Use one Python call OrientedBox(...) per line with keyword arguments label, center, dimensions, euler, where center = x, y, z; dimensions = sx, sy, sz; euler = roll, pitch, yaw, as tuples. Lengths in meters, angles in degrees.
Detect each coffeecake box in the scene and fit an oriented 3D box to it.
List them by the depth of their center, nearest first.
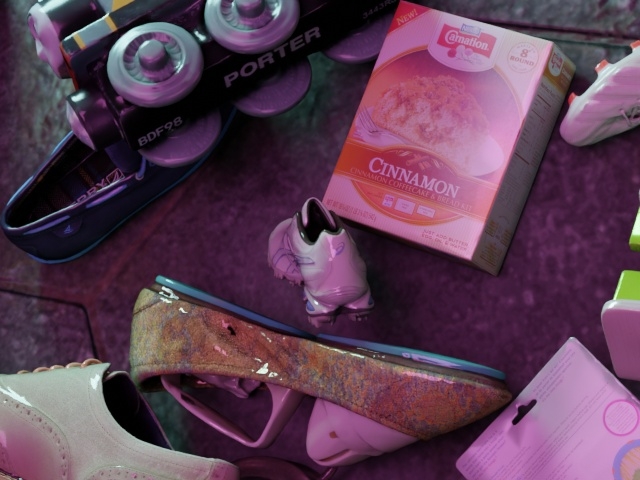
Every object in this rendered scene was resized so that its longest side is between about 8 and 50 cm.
OrientedBox(label="coffeecake box", center=(0.103, -0.083, 1.498), dimensions=(0.142, 0.068, 0.185), euler=(19, 85, 27))

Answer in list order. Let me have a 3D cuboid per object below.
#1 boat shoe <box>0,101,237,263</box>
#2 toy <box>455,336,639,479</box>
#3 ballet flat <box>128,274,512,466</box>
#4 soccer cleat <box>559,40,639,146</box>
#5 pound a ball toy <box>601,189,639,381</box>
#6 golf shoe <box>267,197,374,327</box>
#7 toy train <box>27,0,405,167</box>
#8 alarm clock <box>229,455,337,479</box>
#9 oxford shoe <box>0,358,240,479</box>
OrientedBox(label="boat shoe", center=(-0.168, -0.075, 1.602), dimensions=(0.109, 0.089, 0.258), euler=(43, 96, 25))
OrientedBox(label="toy", center=(0.231, 0.203, 1.381), dimensions=(0.137, 0.056, 0.237), euler=(-49, 64, 10))
OrientedBox(label="ballet flat", center=(-0.011, 0.119, 1.476), dimensions=(0.348, 0.123, 0.123), euler=(14, 84, 31))
OrientedBox(label="soccer cleat", center=(0.276, -0.126, 1.436), dimensions=(0.196, 0.068, 0.076), euler=(-35, 70, 9))
OrientedBox(label="pound a ball toy", center=(0.388, 0.024, 1.335), dimensions=(0.319, 0.136, 0.208), euler=(6, 55, 25))
OrientedBox(label="golf shoe", center=(0.000, 0.000, 1.479), dimensions=(0.069, 0.176, 0.086), euler=(-12, 112, -15))
OrientedBox(label="toy train", center=(-0.077, -0.201, 1.532), dimensions=(0.334, 0.142, 0.190), euler=(-30, 63, -8))
OrientedBox(label="alarm clock", center=(-0.064, 0.244, 1.501), dimensions=(0.192, 0.064, 0.129), euler=(-16, 72, 23))
OrientedBox(label="oxford shoe", center=(-0.215, 0.158, 1.536), dimensions=(0.397, 0.140, 0.146), euler=(29, 89, 33))
